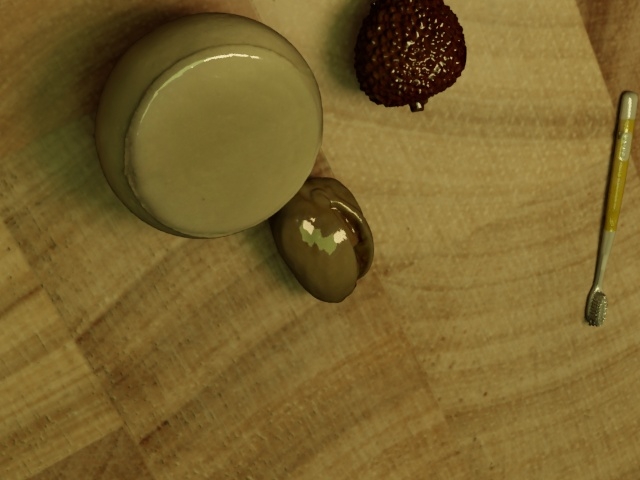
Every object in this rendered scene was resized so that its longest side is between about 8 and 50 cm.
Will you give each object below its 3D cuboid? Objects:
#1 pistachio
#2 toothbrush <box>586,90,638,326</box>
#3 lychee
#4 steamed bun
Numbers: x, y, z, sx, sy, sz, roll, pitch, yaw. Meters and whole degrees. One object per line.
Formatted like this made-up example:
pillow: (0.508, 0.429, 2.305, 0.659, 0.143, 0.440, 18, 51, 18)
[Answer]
pistachio: (0.000, 0.000, 1.459, 0.113, 0.113, 0.149, -20, 120, -10)
toothbrush: (0.346, -0.033, 1.596, 0.021, 0.024, 0.288, 1, 108, -16)
lychee: (0.093, -0.201, 1.413, 0.123, 0.123, 0.129, -6, 76, -16)
steamed bun: (-0.118, -0.122, 1.355, 0.232, 0.145, 0.232, -13, 124, -21)
